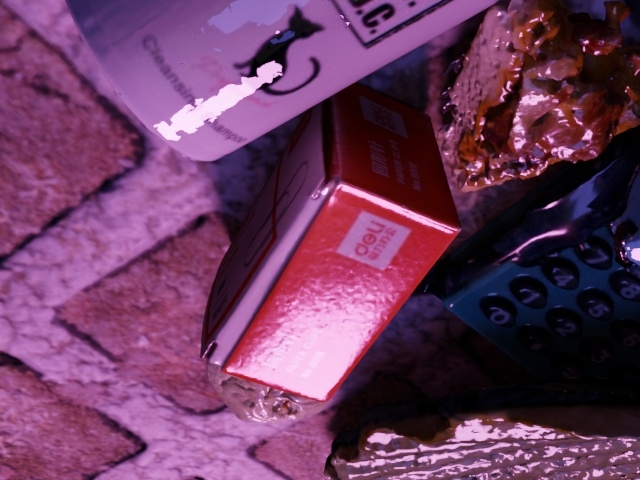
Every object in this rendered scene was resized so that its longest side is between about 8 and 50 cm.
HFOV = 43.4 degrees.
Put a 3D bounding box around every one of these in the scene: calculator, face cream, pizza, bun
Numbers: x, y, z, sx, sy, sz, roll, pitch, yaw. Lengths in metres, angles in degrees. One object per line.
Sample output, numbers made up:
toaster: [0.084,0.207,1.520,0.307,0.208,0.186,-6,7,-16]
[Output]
calculator: [0.248,0.027,0.632,0.274,0.058,0.248,-37,122,26]
face cream: [0.061,-0.184,0.381,0.369,0.145,0.145,-27,127,19]
pizza: [0.137,-0.084,0.477,0.154,0.069,0.194,-19,163,14]
bun: [-0.040,0.111,0.675,0.115,0.069,0.115,-1,129,-2]

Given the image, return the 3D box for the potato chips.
potato chips: [0.200,0.198,0.721,0.429,0.070,0.358,-13,149,19]

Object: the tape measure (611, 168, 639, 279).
tape measure: [0.260,-0.018,0.508,0.125,0.081,0.146,24,120,-27]

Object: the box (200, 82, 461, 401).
box: [0.000,0.000,0.541,0.099,0.133,0.182,21,127,-17]
